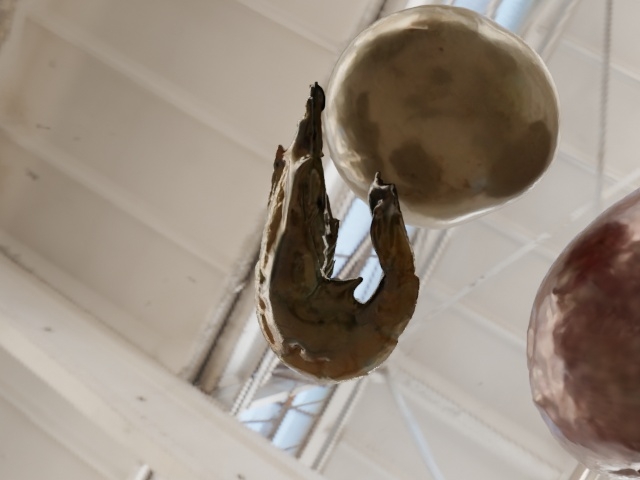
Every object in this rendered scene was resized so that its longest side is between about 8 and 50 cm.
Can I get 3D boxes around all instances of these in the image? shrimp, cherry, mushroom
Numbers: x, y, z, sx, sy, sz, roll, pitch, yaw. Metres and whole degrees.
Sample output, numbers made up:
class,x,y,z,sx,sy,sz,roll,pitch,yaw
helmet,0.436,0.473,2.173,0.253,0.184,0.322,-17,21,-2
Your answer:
class,x,y,z,sx,sy,sz,roll,pitch,yaw
shrimp,0.015,0.007,0.866,0.145,0.059,0.254,19,-68,21
cherry,0.348,0.093,0.855,0.335,0.291,0.326,-34,-102,-3
mushroom,0.114,-0.120,0.925,0.206,0.206,0.209,22,-117,24
